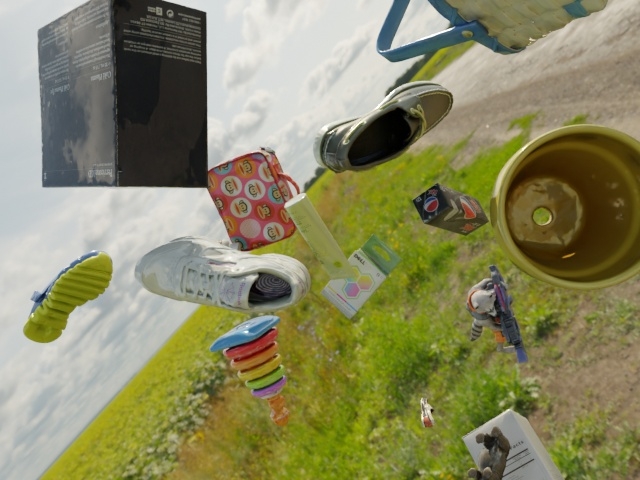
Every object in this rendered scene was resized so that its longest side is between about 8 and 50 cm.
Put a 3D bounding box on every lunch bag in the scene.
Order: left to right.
[{"bbox_3d":[-0.188,-0.130,1.767,0.258,0.293,0.120,-18,14,15],"label":"lunch bag"}]

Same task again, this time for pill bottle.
[{"bbox_3d":[-0.321,0.039,1.742,0.086,0.152,0.086,-1,-90,-89],"label":"pill bottle"}]

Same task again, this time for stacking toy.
[{"bbox_3d":[-0.154,0.371,1.591,0.175,0.302,0.166,-22,2,30],"label":"stacking toy"}]

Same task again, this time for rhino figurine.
[{"bbox_3d":[0.431,0.607,1.493,0.073,0.106,0.243,4,66,41],"label":"rhino figurine"}]

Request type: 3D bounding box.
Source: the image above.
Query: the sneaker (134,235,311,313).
[{"bbox_3d":[-0.168,0.059,0.978,0.152,0.305,0.114,-93,7,-83],"label":"sneaker"}]

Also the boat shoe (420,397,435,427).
[{"bbox_3d":[0.373,0.596,2.006,0.043,0.049,0.137,-17,20,14],"label":"boat shoe"}]

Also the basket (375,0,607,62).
[{"bbox_3d":[0.195,-0.337,0.665,0.289,0.201,0.255,17,85,53],"label":"basket"}]

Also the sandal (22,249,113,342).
[{"bbox_3d":[-0.686,0.128,1.556,0.317,0.126,0.138,-40,44,11],"label":"sandal"}]

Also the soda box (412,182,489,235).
[{"bbox_3d":[0.243,-0.054,1.062,0.060,0.053,0.169,-36,-28,31],"label":"soda box"}]

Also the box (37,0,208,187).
[{"bbox_3d":[-0.375,-0.251,1.074,0.179,0.312,0.343,-3,6,-44],"label":"box"}]

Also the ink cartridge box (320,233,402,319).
[{"bbox_3d":[0.109,0.096,1.542,0.209,0.109,0.062,-50,-9,11],"label":"ink cartridge box"}]

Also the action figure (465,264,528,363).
[{"bbox_3d":[0.569,0.279,1.928,0.178,0.330,0.341,-17,53,14],"label":"action figure"}]

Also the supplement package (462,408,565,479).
[{"bbox_3d":[0.576,0.669,1.661,0.175,0.177,0.293,-37,50,15],"label":"supplement package"}]

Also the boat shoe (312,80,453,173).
[{"bbox_3d":[0.133,-0.202,1.040,0.305,0.109,0.091,-29,33,-23],"label":"boat shoe"}]

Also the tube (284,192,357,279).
[{"bbox_3d":[0.000,0.000,1.390,0.062,0.240,0.070,-32,20,2],"label":"tube"}]

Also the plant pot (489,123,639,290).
[{"bbox_3d":[0.405,-0.048,0.977,0.254,0.254,0.239,-47,-5,3],"label":"plant pot"}]
